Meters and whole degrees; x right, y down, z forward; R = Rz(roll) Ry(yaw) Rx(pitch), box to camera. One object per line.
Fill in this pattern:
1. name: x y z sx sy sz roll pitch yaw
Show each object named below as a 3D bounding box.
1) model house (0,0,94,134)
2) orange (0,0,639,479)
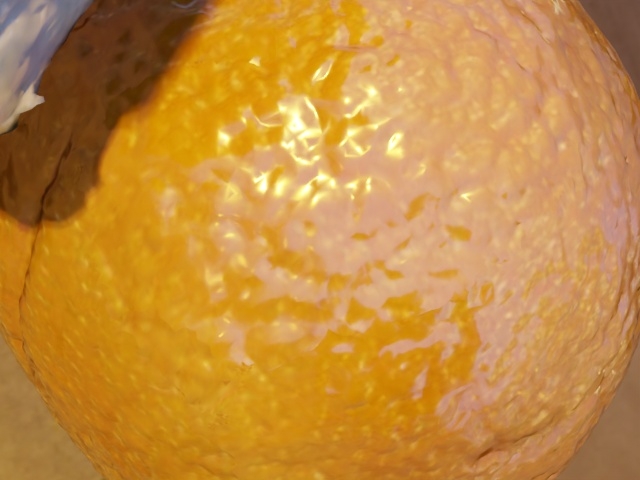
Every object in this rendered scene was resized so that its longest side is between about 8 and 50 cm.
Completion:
1. model house: -0.099 -0.230 0.386 0.243 0.284 0.298 26 66 -2
2. orange: 0.000 0.000 0.728 0.357 0.322 0.322 74 21 -50
